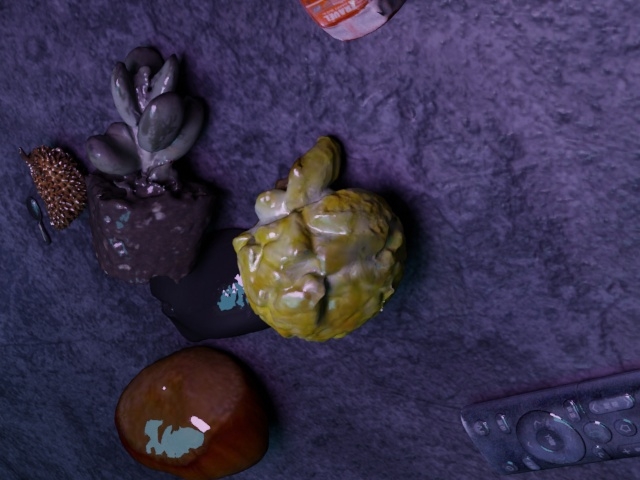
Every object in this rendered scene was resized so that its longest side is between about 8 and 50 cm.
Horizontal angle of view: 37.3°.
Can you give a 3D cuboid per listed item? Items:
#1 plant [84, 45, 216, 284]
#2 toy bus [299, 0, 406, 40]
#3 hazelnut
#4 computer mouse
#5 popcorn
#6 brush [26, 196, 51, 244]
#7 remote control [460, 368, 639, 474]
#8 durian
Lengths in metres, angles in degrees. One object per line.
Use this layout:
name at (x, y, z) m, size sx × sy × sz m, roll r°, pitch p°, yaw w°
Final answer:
plant at (-0.205, -0.086, 1.107) m, size 0.146 × 0.149 × 0.275 m, roll 43°, pitch 138°, yaw 39°
toy bus at (0.045, -0.233, 0.789) m, size 0.079 × 0.174 × 0.077 m, roll -13°, pitch 123°, yaw 42°
hazelnut at (-0.174, 0.242, 1.334) m, size 0.210 × 0.210 × 0.186 m, roll -1°, pitch 98°, yaw 37°
computer mouse at (-0.138, 0.068, 1.229) m, size 0.264 × 0.088 × 0.147 m, roll -12°, pitch 113°, yaw 44°
popcorn at (0.000, 0.000, 1.022) m, size 0.198 × 0.198 × 0.213 m, roll -23°, pitch 82°, yaw 44°
brush at (-0.417, -0.028, 1.404) m, size 0.024 × 0.008 × 0.083 m, roll 5°, pitch 126°, yaw 29°
remote control at (0.321, 0.190, 1.018) m, size 0.377 × 0.044 × 0.107 m, roll -23°, pitch 104°, yaw 44°
durian at (-0.348, -0.082, 1.263) m, size 0.110 × 0.071 × 0.140 m, roll 57°, pitch 171°, yaw 43°
